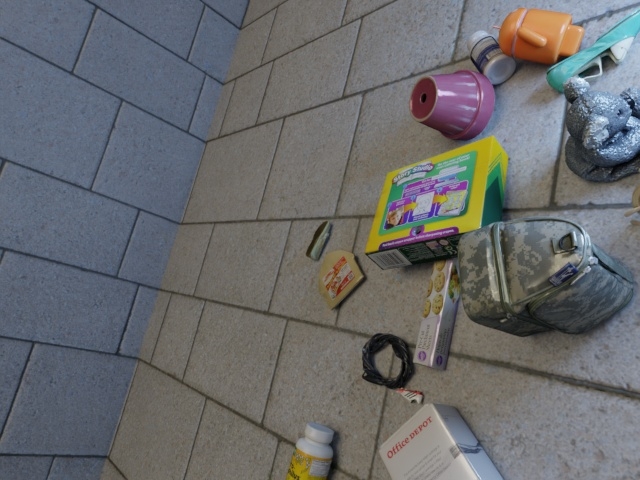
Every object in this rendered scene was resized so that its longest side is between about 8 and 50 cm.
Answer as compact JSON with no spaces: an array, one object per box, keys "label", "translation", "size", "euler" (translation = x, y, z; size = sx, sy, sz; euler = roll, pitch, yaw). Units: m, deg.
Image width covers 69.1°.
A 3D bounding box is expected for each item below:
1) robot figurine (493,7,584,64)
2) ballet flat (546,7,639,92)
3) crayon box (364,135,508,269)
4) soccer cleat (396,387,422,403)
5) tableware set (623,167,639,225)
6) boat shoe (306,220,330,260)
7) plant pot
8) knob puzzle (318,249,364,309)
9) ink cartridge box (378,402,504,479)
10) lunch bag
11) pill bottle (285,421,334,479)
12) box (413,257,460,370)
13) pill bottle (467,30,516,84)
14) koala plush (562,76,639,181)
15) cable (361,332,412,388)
[{"label":"robot figurine","translation":[0.575,-0.546,1.240],"size":[0.219,0.128,0.158],"euler":[23,68,25]},{"label":"ballet flat","translation":[0.692,-0.454,1.150],"size":[0.247,0.083,0.087],"euler":[-34,73,34]},{"label":"crayon box","translation":[0.323,-0.096,1.309],"size":[0.362,0.106,0.313],"euler":[-14,46,44]},{"label":"soccer cleat","translation":[0.239,0.423,1.263],"size":[0.083,0.029,0.036],"euler":[-7,63,42]},{"label":"tableware set","translation":[0.707,-0.066,0.905],"size":[0.194,0.039,0.128],"euler":[24,128,51]},{"label":"boat shoe","translation":[0.001,0.001,1.737],"size":[0.056,0.048,0.153],"euler":[11,74,63]},{"label":"plant pot","translation":[0.367,-0.399,1.353],"size":[0.201,0.180,0.202],"euler":[3,93,63]},{"label":"knob puzzle","translation":[0.062,0.118,1.612],"size":[0.213,0.030,0.213],"euler":[-24,56,41]},{"label":"ink cartridge box","translation":[0.291,0.553,1.069],"size":[0.207,0.117,0.283],"euler":[-51,42,19]},{"label":"lunch bag","translation":[0.465,0.074,0.959],"size":[0.256,0.305,0.213],"euler":[-23,56,42]},{"label":"pill bottle","translation":[-0.029,0.661,1.382],"size":[0.117,0.117,0.209],"euler":[7,78,50]},{"label":"box","translation":[0.325,0.180,1.256],"size":[0.067,0.063,0.324],"euler":[2,74,52]},{"label":"pill bottle","translation":[0.502,-0.551,1.387],"size":[0.094,0.094,0.170],"euler":[-39,46,30]},{"label":"koala plush","translation":[0.609,-0.245,1.014],"size":[0.203,0.221,0.196],"euler":[-27,54,39]},{"label":"cable","translation":[0.196,0.346,1.345],"size":[0.184,0.047,0.151],"euler":[-3,65,51]}]
